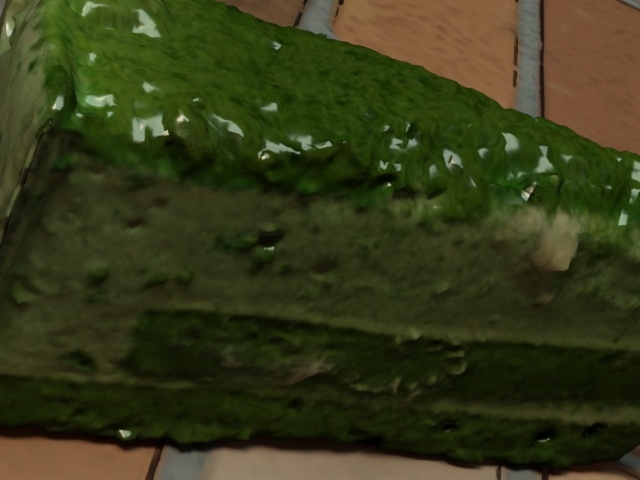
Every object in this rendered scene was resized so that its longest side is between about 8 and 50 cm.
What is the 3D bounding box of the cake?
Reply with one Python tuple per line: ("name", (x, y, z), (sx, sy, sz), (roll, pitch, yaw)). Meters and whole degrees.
("cake", (0.012, -0.005, 0.432), (0.235, 0.100, 0.099), (9, 37, -29))
